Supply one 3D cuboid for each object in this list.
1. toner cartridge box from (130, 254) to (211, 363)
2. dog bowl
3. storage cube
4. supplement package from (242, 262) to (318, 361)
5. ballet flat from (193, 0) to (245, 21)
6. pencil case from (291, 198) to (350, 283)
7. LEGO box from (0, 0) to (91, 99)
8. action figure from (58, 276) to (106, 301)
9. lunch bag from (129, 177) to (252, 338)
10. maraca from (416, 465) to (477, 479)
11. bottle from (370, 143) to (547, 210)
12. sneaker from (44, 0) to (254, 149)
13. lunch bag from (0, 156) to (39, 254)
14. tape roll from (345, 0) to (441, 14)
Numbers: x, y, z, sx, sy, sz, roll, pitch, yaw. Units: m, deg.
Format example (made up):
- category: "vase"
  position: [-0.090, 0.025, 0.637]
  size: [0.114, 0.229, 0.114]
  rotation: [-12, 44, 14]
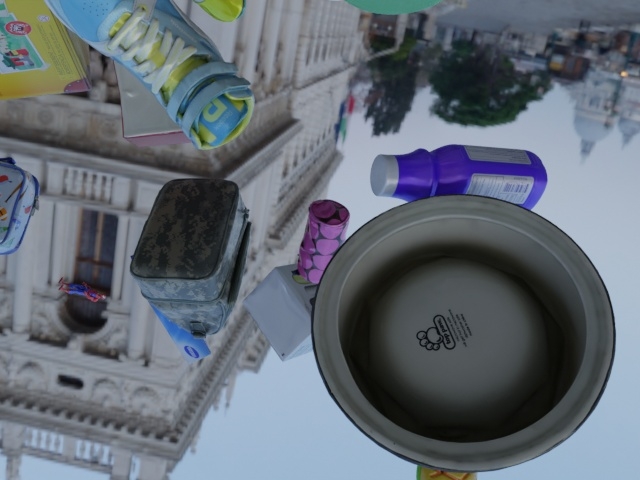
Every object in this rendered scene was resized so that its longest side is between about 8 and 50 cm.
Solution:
- category: "toner cartridge box"
  position: [-0.399, 0.180, 1.989]
  size: [0.075, 0.348, 0.165]
  rotation: [-25, -127, -8]
- category: "dog bowl"
  position: [0.197, 0.141, 1.060]
  size: [0.407, 0.408, 0.150]
  rotation: [16, 154, 16]
- category: "storage cube"
  position: [-0.319, -0.305, 1.555]
  size: [0.214, 0.184, 0.193]
  rotation: [-7, -177, -5]
- category: "supplement package"
  position: [-0.049, 0.174, 1.890]
  size: [0.194, 0.149, 0.203]
  rotation: [53, -151, 17]
- category: "ballet flat"
  position: [-0.202, -0.419, 1.142]
  size: [0.077, 0.077, 0.231]
  rotation: [-4, -130, -45]
- category: "pencil case"
  position: [0.000, 0.000, 1.554]
  size: [0.095, 0.209, 0.098]
  rotation: [-19, -123, -27]
- category: "LEGO box"
  position: [-0.710, -0.487, 1.491]
  size: [0.372, 0.193, 0.500]
  rotation: [-7, 163, -7]
- category: "action figure"
  position: [-0.559, 0.118, 1.737]
  size: [0.115, 0.030, 0.038]
  rotation: [27, -155, -40]
- category: "lunch bag"
  position: [-0.272, 0.038, 1.685]
  size: [0.212, 0.256, 0.305]
  rotation: [2, -127, 10]
- category: "maraca"
  position: [0.238, 0.418, 1.389]
  size: [0.127, 0.186, 0.099]
  rotation: [-4, -177, -22]
- category: "bottle"
  position: [0.221, -0.097, 1.186]
  size: [0.282, 0.118, 0.092]
  rotation: [1, -130, -19]
- category: "sneaker"
  position: [-0.192, -0.228, 0.917]
  size: [0.208, 0.127, 0.319]
  rotation: [53, -166, 31]
- category: "lunch bag"
  position: [-0.870, -0.102, 1.865]
  size: [0.303, 0.243, 0.115]
  rotation: [12, 169, 5]
- category: "tape roll"
  position: [0.141, -0.551, 1.270]
  size: [0.321, 0.321, 0.077]
  rotation: [6, -133, -17]
